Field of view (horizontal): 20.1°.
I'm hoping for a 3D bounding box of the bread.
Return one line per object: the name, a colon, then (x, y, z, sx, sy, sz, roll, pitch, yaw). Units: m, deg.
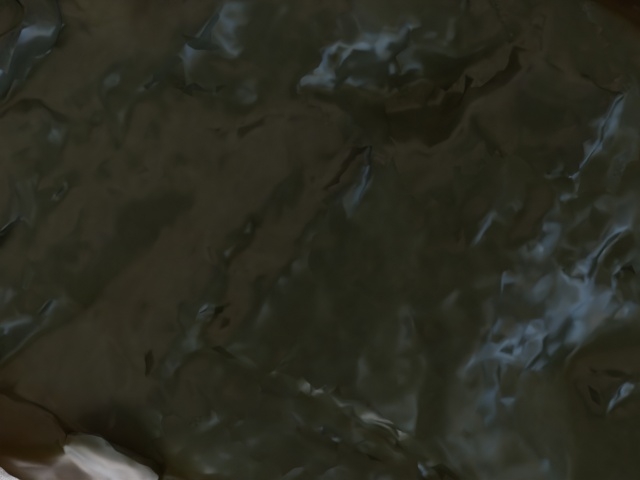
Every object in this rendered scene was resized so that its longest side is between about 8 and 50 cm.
bread: (0.000, 0.000, 0.532, 0.225, 0.279, 0.250, -61, -162, -12)
